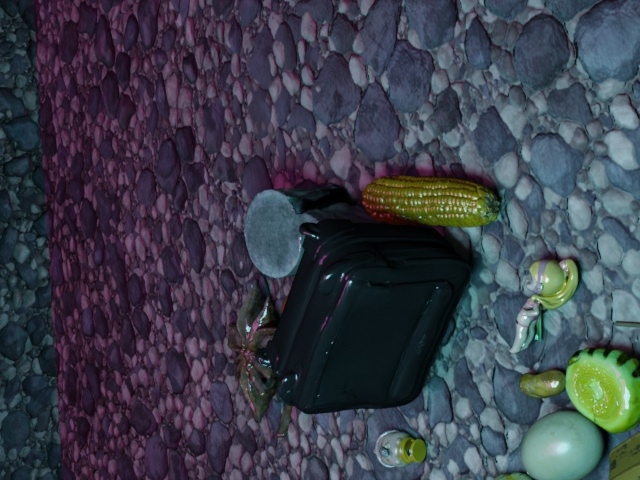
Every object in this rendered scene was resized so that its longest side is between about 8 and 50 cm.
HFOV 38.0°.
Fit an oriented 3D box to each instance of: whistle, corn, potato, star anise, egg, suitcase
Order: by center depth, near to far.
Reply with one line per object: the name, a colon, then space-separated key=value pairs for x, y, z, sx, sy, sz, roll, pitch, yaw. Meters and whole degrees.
egg: x=0.389 y=0.337 z=1.506 sx=0.152 sy=0.114 sz=0.114 roll=-44 pitch=60 yaw=38
potato: x=0.377 y=0.244 z=1.569 sx=0.092 sy=0.046 sz=0.045 roll=-17 pitch=38 yaw=43
suitcase: x=0.089 y=0.140 z=1.690 sx=0.188 sy=0.339 sz=0.345 roll=49 pitch=129 yaw=47
corn: x=0.198 y=-0.075 z=1.715 sx=0.313 sy=0.102 sz=0.102 roll=3 pitch=96 yaw=51
whistle: x=0.008 y=-0.029 z=1.911 sx=0.405 sy=0.168 sz=0.188 roll=-8 pitch=89 yaw=47
star anise: x=-0.133 y=0.271 z=2.171 sx=0.349 sy=0.109 sz=0.292 roll=45 pitch=135 yaw=52

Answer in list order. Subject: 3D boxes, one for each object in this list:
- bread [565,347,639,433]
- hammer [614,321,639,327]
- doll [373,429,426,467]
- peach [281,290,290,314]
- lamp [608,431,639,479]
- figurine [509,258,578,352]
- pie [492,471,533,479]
bread: x=0.450 y=0.230 z=1.452 sx=0.139 sy=0.071 sz=0.130 roll=10 pitch=102 yaw=49
hammer: x=0.499 y=0.130 z=1.428 sx=0.110 sy=0.019 sz=0.035 roll=-2 pitch=93 yaw=57
doll: x=0.142 y=0.417 z=1.853 sx=0.127 sy=0.084 sz=0.073 roll=-8 pitch=86 yaw=44
peach: x=0.012 y=0.156 z=1.922 sx=0.184 sy=0.184 sz=0.184 roll=8 pitch=100 yaw=51
lamp: x=0.511 y=0.333 z=1.324 sx=0.185 sy=0.161 sz=0.161 roll=-48 pitch=57 yaw=45
figurine: x=0.368 y=0.108 z=1.549 sx=0.083 sy=0.083 sz=0.187 roll=37 pitch=115 yaw=44
pie: x=0.357 y=0.527 z=1.589 sx=0.248 sy=0.090 sz=0.201 roll=42 pitch=128 yaw=45
